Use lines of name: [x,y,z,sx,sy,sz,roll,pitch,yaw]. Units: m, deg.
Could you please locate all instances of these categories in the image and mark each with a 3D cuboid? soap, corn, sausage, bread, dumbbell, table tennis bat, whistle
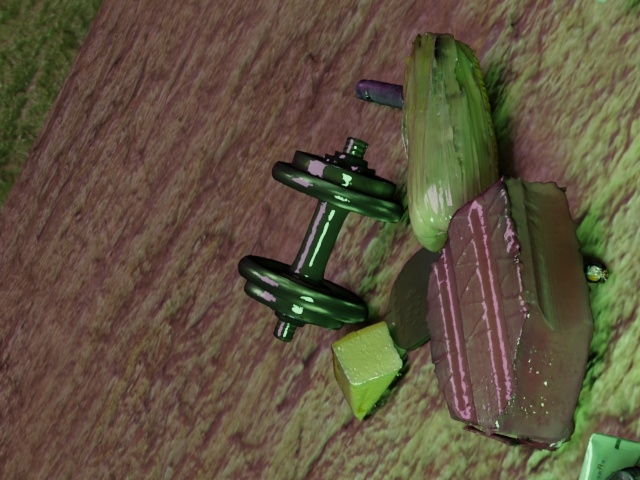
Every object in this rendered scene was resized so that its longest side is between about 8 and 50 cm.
soap: [0.208,0.094,1.868,0.182,0.112,0.289,-46,42,51]
corn: [0.157,-0.123,2.122,0.123,0.122,0.305,68,-165,-52]
sausage: [0.267,0.031,1.925,0.198,0.025,0.028,9,79,65]
bread: [0.065,0.177,2.216,0.109,0.080,0.084,81,167,-53]
dumbbell: [0.000,0.000,2.283,0.192,0.192,0.290,30,100,64]
table tennis bat: [0.110,0.090,2.206,0.234,0.022,0.131,-43,40,41]
whistle: [0.096,-0.206,2.406,0.176,0.033,0.033,22,94,65]

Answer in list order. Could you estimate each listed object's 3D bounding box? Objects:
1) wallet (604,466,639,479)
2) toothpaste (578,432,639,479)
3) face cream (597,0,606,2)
wallet: [0.250,0.374,1.669,0.318,0.045,0.172,-54,51,29]
toothpaste: [0.265,0.298,1.726,0.041,0.064,0.218,-135,63,-66]
face cream: [0.383,-0.424,1.858,0.370,0.145,0.145,-65,27,17]
